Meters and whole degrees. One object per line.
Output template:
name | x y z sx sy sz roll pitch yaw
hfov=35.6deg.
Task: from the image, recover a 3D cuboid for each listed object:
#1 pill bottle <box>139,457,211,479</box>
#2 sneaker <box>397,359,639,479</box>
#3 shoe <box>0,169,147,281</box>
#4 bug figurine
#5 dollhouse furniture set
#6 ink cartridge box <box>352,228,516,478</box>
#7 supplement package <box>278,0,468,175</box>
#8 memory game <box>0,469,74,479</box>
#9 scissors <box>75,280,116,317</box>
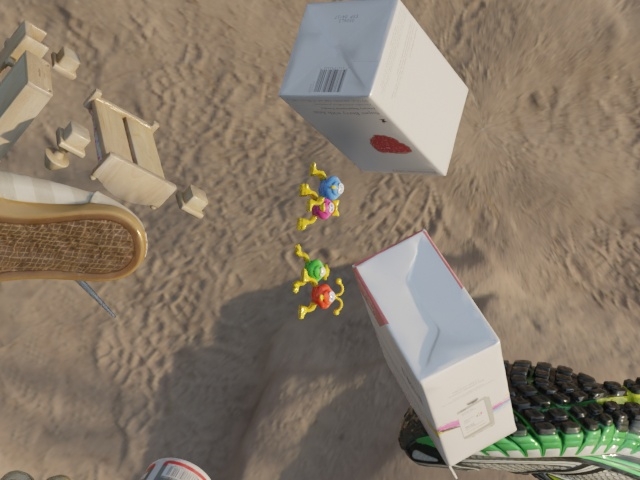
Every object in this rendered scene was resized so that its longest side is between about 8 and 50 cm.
pill bottle | -0.325 0.574 1.942 0.161 0.283 0.161 9 122 14
sneaker | 0.239 0.205 0.912 0.343 0.134 0.146 8 108 -3
shoe | -0.230 -0.010 0.692 0.219 0.058 0.076 6 115 -9
bug figurine | 0.000 0.000 1.811 0.072 0.216 0.279 4 94 -10
dollhouse furniture set | -0.405 -0.166 1.739 0.355 0.303 0.174 29 116 -37
ink cartridge box | 0.095 0.097 0.786 0.067 0.198 0.115 -27 54 -4
supplement package | 0.097 -0.245 1.654 0.177 0.293 0.175 6 72 34
memory game | -0.216 0.259 0.720 0.186 0.012 0.186 -6 74 23
scissors | -0.299 -0.038 0.954 0.297 0.021 0.109 35 137 24
